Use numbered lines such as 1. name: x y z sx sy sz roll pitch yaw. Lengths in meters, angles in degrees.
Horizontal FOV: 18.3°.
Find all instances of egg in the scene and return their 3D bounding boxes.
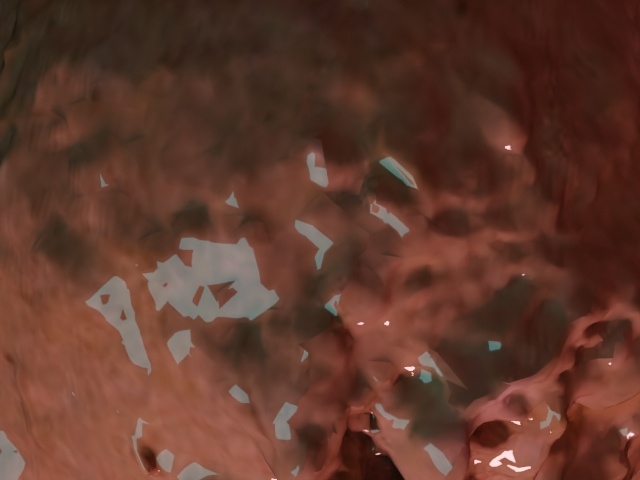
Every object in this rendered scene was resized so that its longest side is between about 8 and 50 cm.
1. egg: 0.000 0.000 0.611 0.279 0.279 0.310 57 173 -2
